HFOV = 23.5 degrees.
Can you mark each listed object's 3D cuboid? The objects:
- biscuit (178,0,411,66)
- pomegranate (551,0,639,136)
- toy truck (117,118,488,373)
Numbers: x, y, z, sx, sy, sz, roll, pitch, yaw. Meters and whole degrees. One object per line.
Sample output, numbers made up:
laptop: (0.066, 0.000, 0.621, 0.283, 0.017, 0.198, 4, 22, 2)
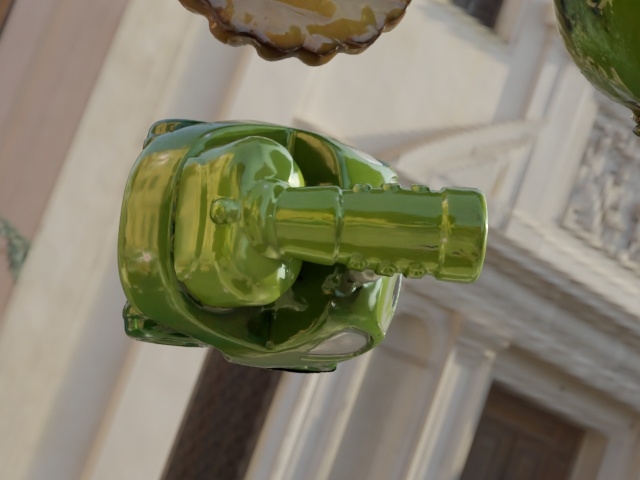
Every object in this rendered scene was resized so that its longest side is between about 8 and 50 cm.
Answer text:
biscuit: (-0.015, -0.163, 0.943, 0.183, 0.118, 0.061, -12, 2, -26)
pomegranate: (0.272, -0.192, 0.941, 0.236, 0.301, 0.236, 24, -17, 8)
toy truck: (-0.021, -0.002, 0.899, 0.187, 0.148, 0.210, 9, -9, -19)
